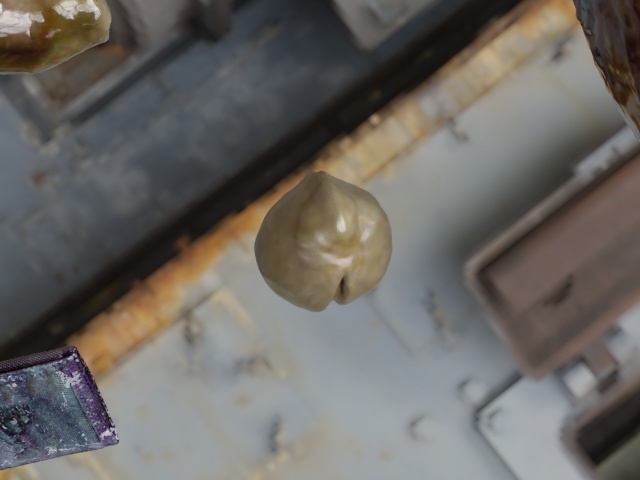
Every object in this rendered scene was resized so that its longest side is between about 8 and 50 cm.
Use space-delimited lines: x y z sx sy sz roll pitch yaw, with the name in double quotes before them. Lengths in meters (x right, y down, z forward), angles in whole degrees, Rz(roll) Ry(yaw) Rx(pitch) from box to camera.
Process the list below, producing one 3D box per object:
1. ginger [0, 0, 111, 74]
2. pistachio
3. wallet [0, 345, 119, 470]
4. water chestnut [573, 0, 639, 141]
"ginger" -0.247 -0.135 0.748 0.166 0.080 0.333 -32 140 23
"pistachio" 0.000 0.000 1.723 0.124 0.124 0.185 -37 -170 -14
"wallet" -0.269 0.150 1.673 0.166 0.111 0.030 -13 -144 12
"water chestnut" 0.276 -0.139 0.839 0.350 0.350 0.302 -43 -157 31
